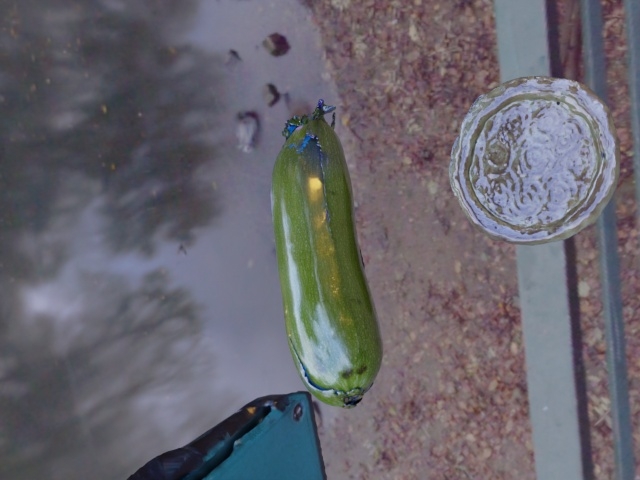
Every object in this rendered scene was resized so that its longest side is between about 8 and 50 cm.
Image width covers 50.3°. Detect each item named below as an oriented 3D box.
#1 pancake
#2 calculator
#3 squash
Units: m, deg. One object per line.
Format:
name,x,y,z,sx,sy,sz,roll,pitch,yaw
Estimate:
pancake,0.135,-0.051,0.442,0.114,0.011,0.115,5,100,28
calculator,-0.084,0.271,0.523,0.058,0.274,0.249,5,117,35
squash,0.000,0.000,0.373,0.052,0.052,0.184,-36,52,45
